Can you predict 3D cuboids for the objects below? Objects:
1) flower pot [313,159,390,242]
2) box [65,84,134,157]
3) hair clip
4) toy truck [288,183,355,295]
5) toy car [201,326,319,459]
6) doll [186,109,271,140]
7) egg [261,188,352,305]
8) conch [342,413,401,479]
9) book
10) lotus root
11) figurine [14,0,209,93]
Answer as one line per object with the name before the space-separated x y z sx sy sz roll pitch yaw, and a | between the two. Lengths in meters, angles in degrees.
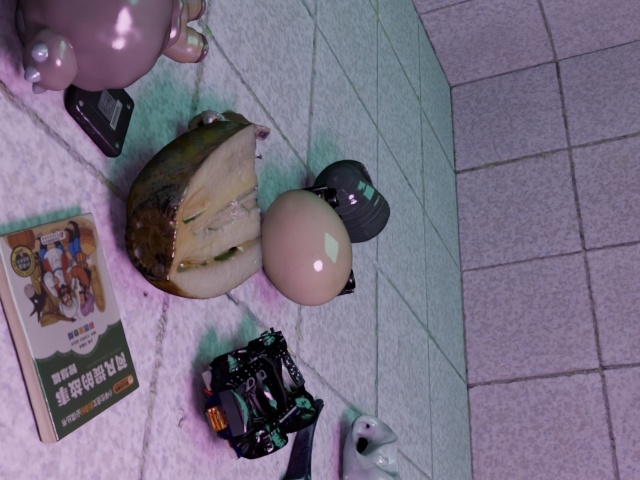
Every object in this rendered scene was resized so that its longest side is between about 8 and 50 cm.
flower pot | 0.073 -0.092 2.056 0.189 0.157 0.243 59 6 32
box | -0.332 -0.206 1.281 0.125 0.027 0.126 56 30 -45
hair clip | -0.024 0.415 1.739 0.083 0.048 0.275 62 25 -28
toy truck | 0.000 0.003 1.911 0.127 0.127 0.257 -60 138 -80
toy car | -0.115 0.268 1.482 0.301 0.118 0.193 -15 85 -68
doll | -0.175 -0.192 1.568 0.115 0.105 0.221 -68 170 21
egg | -0.031 0.014 1.726 0.186 0.186 0.242 -2 76 -69
conch | 0.112 0.505 1.938 0.221 0.121 0.185 -81 149 -57
book | -0.333 0.106 1.121 0.202 0.027 0.264 -29 107 -69
lotus root | -0.214 -0.028 1.336 0.260 0.149 0.267 -42 136 -52
figurine | -0.279 -0.324 1.211 0.380 0.203 0.248 -24 135 -69
